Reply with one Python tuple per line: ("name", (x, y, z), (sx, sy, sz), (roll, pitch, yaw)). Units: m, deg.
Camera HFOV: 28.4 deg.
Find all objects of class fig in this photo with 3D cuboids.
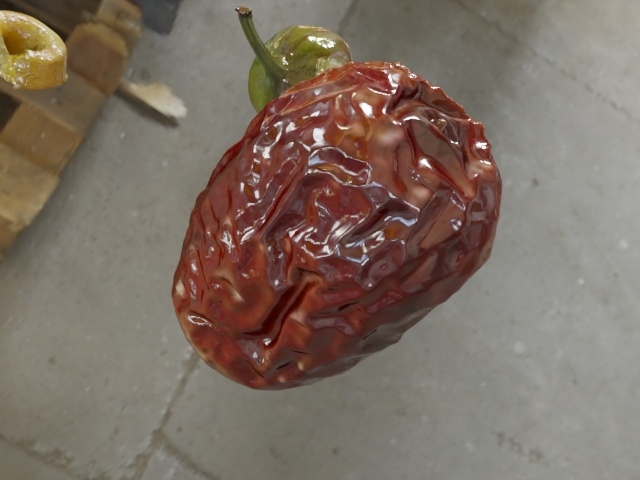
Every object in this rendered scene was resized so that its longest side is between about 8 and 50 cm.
("fig", (-0.045, -0.220, 1.584), (0.245, 0.149, 0.149), (29, 40, -65))

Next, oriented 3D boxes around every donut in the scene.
("donut", (-0.306, -0.197, 1.293), (0.108, 0.043, 0.097), (30, 32, 5))

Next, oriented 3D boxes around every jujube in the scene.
("jujube", (0.000, 0.000, 0.569), (0.109, 0.176, 0.112), (-2, 58, -45))
